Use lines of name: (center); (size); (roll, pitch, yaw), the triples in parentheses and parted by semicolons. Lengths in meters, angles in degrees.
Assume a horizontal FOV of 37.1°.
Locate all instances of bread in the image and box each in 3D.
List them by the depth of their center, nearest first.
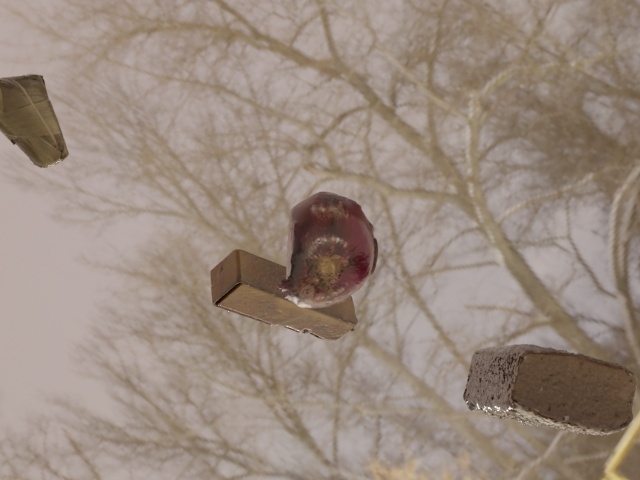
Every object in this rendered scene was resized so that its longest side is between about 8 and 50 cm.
bread: (0.320, 0.218, 1.399); (0.416, 0.165, 0.113); (85, -165, -82)

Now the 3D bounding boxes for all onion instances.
onion: (0.016, 0.003, 1.407); (0.198, 0.136, 0.173); (-84, 5, -61)

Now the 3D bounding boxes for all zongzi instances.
zongzi: (-0.485, -0.185, 1.504); (0.079, 0.160, 0.176); (-27, -1, 25)

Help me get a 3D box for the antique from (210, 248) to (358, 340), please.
antique: (-0.069, 0.118, 1.918); (0.310, 0.087, 0.093); (22, -47, -35)
